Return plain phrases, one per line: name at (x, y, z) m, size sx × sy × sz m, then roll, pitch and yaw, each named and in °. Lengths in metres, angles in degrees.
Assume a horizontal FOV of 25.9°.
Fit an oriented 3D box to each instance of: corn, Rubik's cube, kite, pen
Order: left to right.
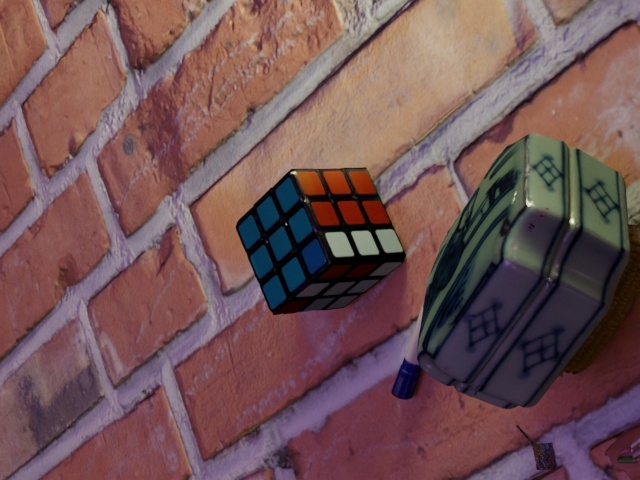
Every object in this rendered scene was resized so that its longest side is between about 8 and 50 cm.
Rubik's cube at (0.000, 0.000, 2.030) m, size 0.162 × 0.163 × 0.160 m, roll -41°, pitch 64°, yaw 39°
pen at (0.154, 0.106, 1.962) m, size 0.033 × 0.033 × 0.269 m, roll 38°, pitch 120°, yaw 40°
kite at (0.289, 0.272, 1.844) m, size 0.044 × 0.002 × 0.078 m, roll -43°, pitch 63°, yaw 42°
corn at (0.339, 0.077, 1.711) m, size 0.080 × 0.080 × 0.238 m, roll 50°, pitch 129°, yaw 33°

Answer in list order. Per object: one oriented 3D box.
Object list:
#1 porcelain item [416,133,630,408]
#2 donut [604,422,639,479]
porcelain item at (0.236, 0.036, 1.666) m, size 0.281 × 0.157 × 0.286 m, roll -58°, pitch 10°, yaw 35°
donut at (0.428, 0.320, 1.629) m, size 0.199 × 0.085 × 0.232 m, roll -19°, pitch 81°, yaw 47°
